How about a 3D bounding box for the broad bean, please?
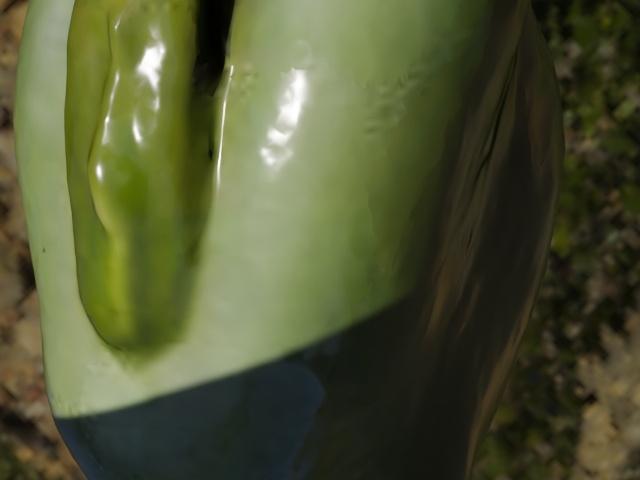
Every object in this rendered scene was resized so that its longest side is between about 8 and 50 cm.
[{"bbox_3d":[0.000,0.000,0.436,0.100,0.169,0.228,20,161,32],"label":"broad bean"}]
